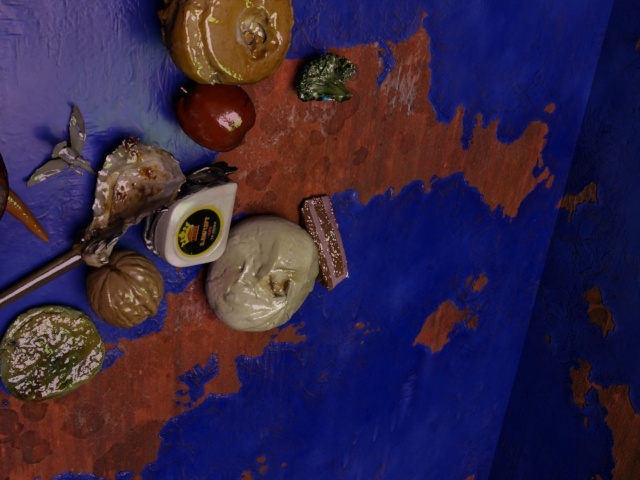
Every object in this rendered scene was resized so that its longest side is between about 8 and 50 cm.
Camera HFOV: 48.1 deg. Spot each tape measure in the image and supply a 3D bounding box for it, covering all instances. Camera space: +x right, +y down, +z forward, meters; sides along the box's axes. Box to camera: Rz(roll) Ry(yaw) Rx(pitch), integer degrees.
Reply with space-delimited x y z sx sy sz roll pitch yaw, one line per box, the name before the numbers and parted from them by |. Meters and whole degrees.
tape measure | -0.350 -0.075 1.881 0.231 0.133 0.271 -8 124 -45

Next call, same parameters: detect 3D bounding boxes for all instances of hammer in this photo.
hammer | -0.724 0.114 1.757 0.439 0.044 0.168 -33 131 -20

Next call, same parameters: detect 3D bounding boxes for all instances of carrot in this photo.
carrot | -0.701 -0.062 1.682 0.048 0.048 0.216 -43 138 -11

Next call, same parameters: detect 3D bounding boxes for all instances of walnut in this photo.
walnut | -0.499 0.126 1.838 0.213 0.213 0.213 -18 123 -29

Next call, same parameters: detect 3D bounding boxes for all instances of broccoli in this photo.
broccoli | 0.022 -0.431 1.960 0.167 0.160 0.154 -12 148 -45

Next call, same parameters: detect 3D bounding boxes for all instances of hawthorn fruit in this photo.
hawthorn fruit | -0.270 -0.324 1.785 0.202 0.185 0.185 33 91 -27

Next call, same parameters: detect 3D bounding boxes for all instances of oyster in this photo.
oyster | -0.472 -0.081 1.749 0.337 0.197 0.133 -59 177 -5

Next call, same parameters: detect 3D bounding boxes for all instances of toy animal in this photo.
toy animal | -0.576 -0.181 1.677 0.219 0.095 0.155 -51 129 -2

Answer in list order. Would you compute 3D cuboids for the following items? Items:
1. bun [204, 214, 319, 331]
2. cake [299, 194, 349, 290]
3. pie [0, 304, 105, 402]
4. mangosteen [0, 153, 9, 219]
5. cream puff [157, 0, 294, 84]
bun | -0.155 0.113 2.076 0.360 0.213 0.361 -15 120 -29
cake | 0.000 0.000 2.235 0.115 0.112 0.296 -25 114 -32
pie | -0.690 0.293 1.854 0.276 0.078 0.277 -19 124 -31
mangosteen | -0.792 -0.113 1.458 0.305 0.359 0.306 1 87 -14
cream puff | -0.229 -0.510 1.672 0.343 0.231 0.327 -45 138 -18
